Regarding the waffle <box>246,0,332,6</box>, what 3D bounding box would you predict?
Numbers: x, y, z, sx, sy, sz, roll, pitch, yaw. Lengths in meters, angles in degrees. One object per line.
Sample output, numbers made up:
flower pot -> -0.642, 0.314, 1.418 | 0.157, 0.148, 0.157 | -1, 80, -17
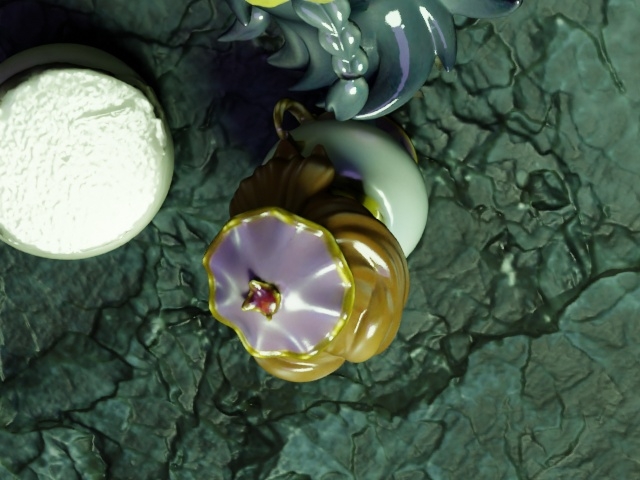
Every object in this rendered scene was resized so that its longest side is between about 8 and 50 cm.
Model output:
waffle -> -0.043, -0.334, 1.176 | 0.380, 0.095, 0.382 | 4, 82, 16

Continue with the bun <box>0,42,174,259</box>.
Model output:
bun -> -0.204, -0.073, 1.460 | 0.173, 0.120, 0.173 | -3, 107, -11

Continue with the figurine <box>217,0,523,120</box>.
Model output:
figurine -> 0.011, -0.200, 1.313 | 0.265, 0.197, 0.175 | 45, 84, -12

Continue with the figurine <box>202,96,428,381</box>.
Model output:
figurine -> 0.000, 0.000, 1.372 | 0.142, 0.263, 0.189 | -27, 110, 27
